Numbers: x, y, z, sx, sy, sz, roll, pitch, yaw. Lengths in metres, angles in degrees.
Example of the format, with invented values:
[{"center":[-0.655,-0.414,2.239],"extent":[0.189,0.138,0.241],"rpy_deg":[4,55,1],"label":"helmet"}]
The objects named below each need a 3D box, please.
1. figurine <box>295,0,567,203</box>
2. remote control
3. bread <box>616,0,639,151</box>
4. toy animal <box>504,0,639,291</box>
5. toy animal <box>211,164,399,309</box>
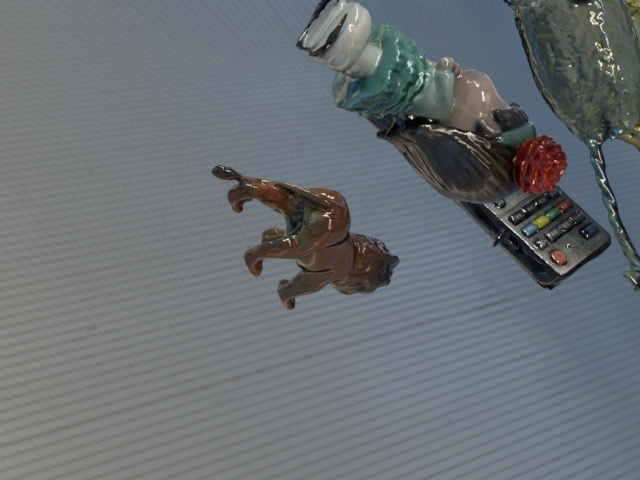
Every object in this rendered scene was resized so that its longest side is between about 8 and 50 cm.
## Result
[{"center":[0.094,-0.116,0.849],"extent":[0.245,0.110,0.138],"rpy_deg":[31,7,-26],"label":"figurine"},{"center":[0.206,-0.095,1.315],"extent":[0.144,0.062,0.399],"rpy_deg":[-30,67,-31],"label":"remote control"},{"center":[0.290,-0.115,0.738],"extent":[0.232,0.128,0.088],"rpy_deg":[27,46,8],"label":"bread"},{"center":[0.164,-0.079,0.589],"extent":[0.079,0.070,0.253],"rpy_deg":[7,67,-33],"label":"toy animal"},{"center":[0.000,0.000,1.130],"extent":[0.157,0.312,0.097],"rpy_deg":[-13,65,9],"label":"toy animal"}]
